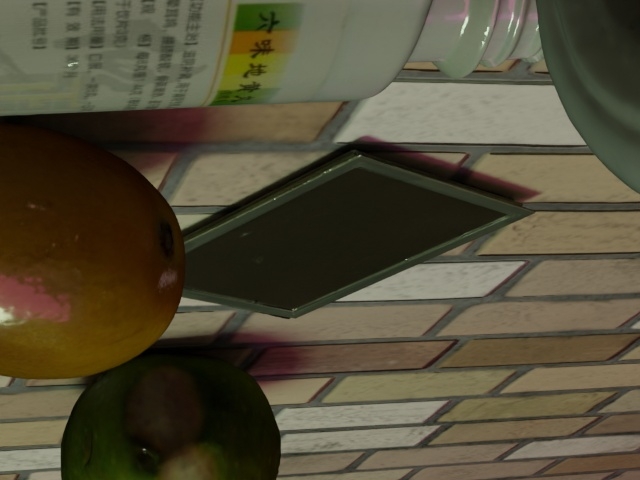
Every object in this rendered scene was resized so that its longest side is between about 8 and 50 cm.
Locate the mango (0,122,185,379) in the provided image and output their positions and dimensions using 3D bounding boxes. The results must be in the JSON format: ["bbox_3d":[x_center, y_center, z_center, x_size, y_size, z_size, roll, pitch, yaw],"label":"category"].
[{"bbox_3d":[-0.198,0.002,0.907,0.254,0.139,0.175,10,150,-26],"label":"mango"}]

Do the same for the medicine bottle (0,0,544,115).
[{"bbox_3d":[-0.060,-0.123,0.660,0.324,0.124,0.179,-2,158,-12],"label":"medicine bottle"}]

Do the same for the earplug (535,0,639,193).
[{"bbox_3d":[0.214,-0.143,0.547,0.325,0.214,0.175,-39,138,12],"label":"earplug"}]

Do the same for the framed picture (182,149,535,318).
[{"bbox_3d":[0.000,0.000,1.152,0.252,0.014,0.197,-25,154,37],"label":"framed picture"}]

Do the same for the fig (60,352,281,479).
[{"bbox_3d":[-0.124,0.240,1.364,0.206,0.275,0.206,-8,161,-3],"label":"fig"}]
